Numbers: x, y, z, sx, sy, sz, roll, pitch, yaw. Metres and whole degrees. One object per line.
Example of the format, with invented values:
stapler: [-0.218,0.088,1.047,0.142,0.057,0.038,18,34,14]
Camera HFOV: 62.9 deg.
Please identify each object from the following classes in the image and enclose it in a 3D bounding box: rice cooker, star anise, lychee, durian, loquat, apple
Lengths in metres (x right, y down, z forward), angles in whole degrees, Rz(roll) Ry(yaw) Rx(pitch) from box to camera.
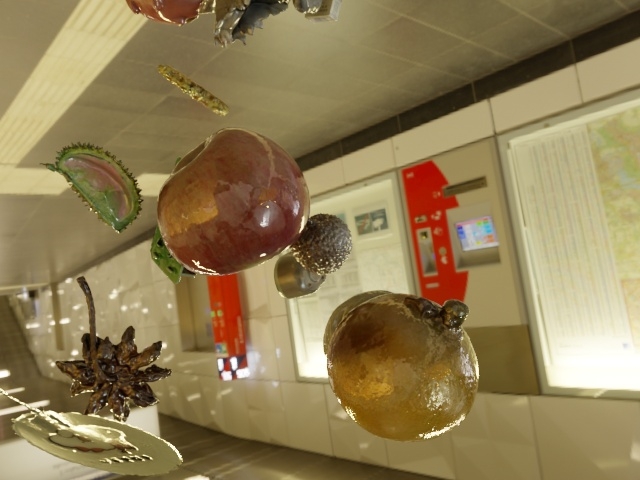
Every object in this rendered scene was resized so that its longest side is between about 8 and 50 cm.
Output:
rice cooker: [-0.060,0.100,1.616,0.127,0.145,0.206,-8,-168,32]
star anise: [-0.357,0.197,0.849,0.177,0.234,0.073,-47,-176,0]
lychee: [0.000,0.000,1.342,0.165,0.197,0.165,-17,-151,10]
durian: [-0.489,-0.132,1.170,0.137,0.220,0.095,-42,-150,-4]
loquat: [0.192,0.252,1.129,0.329,0.328,0.359,-2,135,-51]
apple: [-0.187,-0.084,1.075,0.345,0.269,0.344,-22,-165,6]

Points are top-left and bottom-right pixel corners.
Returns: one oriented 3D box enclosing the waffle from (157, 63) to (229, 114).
waffle: [-0.425,-0.507,1.770,0.291,0.051,0.291,33,-174,-4]

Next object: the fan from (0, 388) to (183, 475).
fan: [-0.278,0.187,0.551,0.191,0.009,0.329,-14,134,24]

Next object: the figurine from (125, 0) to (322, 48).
figurine: [-0.179,-0.387,0.754,0.387,0.206,0.166,11,-160,23]

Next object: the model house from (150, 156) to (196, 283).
model house: [-0.230,-0.020,1.421,0.324,0.300,0.340,8,-164,-41]

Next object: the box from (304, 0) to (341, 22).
box: [0.009,-0.387,0.819,0.054,0.083,0.024,15,-177,40]

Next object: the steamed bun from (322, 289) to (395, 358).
steamed bun: [0.198,0.322,1.744,0.343,0.367,0.255,-29,-157,15]
